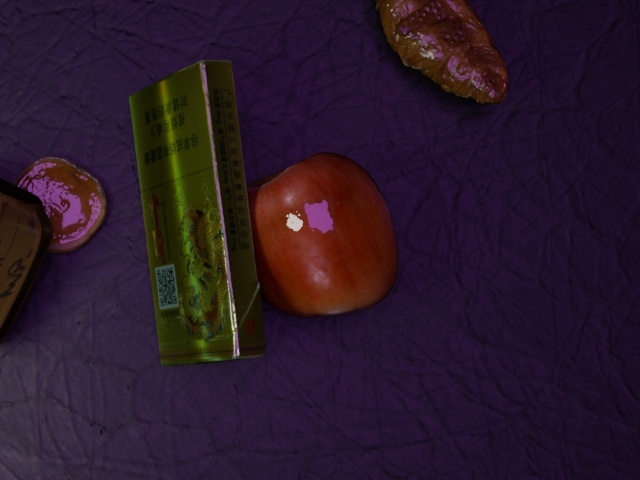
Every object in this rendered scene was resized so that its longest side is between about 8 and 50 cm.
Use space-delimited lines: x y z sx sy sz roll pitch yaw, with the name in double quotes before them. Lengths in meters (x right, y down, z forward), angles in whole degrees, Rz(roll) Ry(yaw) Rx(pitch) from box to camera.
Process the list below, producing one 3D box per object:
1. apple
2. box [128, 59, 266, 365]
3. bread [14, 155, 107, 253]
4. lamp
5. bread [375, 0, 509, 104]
"apple" 0.000 0.000 1.332 0.199 0.199 0.199 0 86 -6
"box" -0.135 -0.023 1.317 0.043 0.173 0.311 -5 85 -35
"bread" -0.295 -0.040 1.372 0.110 0.024 0.110 0 86 -5
"lamp" -0.379 0.022 1.289 0.161 0.161 0.185 23 95 -4
"bread" 0.129 -0.241 1.407 0.105 0.076 0.233 -35 83 -19
